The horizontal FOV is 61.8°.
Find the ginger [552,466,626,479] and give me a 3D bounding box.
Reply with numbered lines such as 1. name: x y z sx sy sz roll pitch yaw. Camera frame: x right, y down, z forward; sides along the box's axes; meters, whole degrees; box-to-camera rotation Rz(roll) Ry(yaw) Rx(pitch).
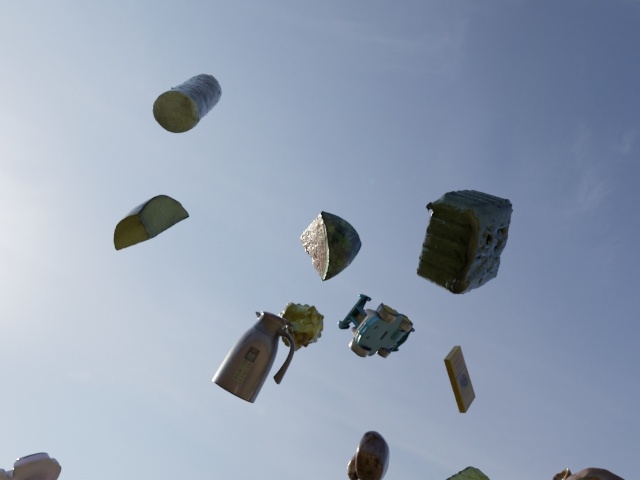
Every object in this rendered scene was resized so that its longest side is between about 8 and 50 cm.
1. ginger: 0.250 0.433 0.518 0.254 0.176 0.418 22 -86 10

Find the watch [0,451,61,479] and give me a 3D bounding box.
1. watch: -0.740 0.679 1.315 0.231 0.244 0.196 36 -35 44

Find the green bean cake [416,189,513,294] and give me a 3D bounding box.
1. green bean cake: 0.393 -0.001 1.437 0.156 0.247 0.249 26 -66 37

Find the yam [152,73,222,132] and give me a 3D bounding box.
1. yam: -0.286 -0.312 1.192 0.093 0.259 0.093 1 -64 2

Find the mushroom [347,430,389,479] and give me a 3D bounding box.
1. mushroom: 0.110 0.490 1.211 0.087 0.127 0.127 7 -47 19

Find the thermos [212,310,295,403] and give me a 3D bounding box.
1. thermos: -0.131 0.255 1.179 0.137 0.193 0.105 24 -15 23

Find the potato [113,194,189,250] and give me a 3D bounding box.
1. potato: -0.390 -0.048 1.195 0.120 0.149 0.081 -14 -74 28

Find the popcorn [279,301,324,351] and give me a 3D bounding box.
1. popcorn: -0.068 0.295 1.886 0.173 0.173 0.142 -12 -33 32

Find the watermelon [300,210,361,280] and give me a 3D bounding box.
1. watermelon: 0.007 0.009 1.680 0.202 0.136 0.207 -13 -58 25

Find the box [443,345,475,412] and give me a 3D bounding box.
1. box: 0.373 0.369 1.429 0.023 0.087 0.155 -14 -82 33

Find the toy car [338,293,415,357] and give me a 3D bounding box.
1. toy car: 0.132 0.191 1.211 0.161 0.098 0.126 18 -66 -46

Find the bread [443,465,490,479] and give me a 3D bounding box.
1. bread: 0.291 0.528 1.055 0.111 0.129 0.114 34 -39 54
